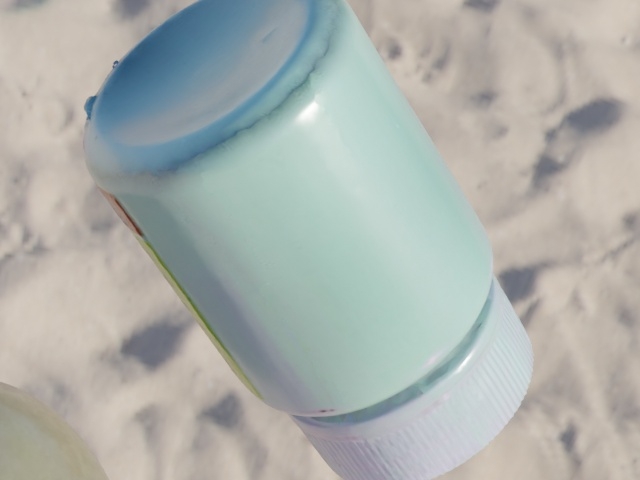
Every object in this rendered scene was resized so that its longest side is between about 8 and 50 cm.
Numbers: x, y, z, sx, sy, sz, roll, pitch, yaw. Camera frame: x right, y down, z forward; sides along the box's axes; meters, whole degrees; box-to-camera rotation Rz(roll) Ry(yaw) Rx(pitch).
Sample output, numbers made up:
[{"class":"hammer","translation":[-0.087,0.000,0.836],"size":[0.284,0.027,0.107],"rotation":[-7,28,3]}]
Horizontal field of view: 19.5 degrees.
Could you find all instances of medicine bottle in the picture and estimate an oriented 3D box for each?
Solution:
[{"class":"medicine bottle","translation":[0.000,0.000,0.871],"size":[0.139,0.225,0.139],"rotation":[-23,34,17]}]

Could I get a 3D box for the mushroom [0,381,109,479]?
[{"class":"mushroom","translation":[-0.202,0.169,0.939],"size":[0.204,0.204,0.204],"rotation":[8,47,-9]}]
